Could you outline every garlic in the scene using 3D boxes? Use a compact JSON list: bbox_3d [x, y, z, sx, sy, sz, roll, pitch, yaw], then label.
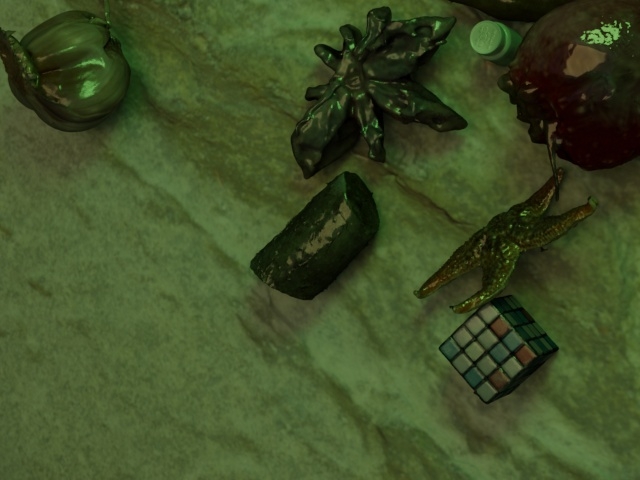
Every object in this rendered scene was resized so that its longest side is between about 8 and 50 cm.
[{"bbox_3d":[-0.383,-0.290,1.566,0.207,0.207,0.257,-1,83,28],"label":"garlic"}]

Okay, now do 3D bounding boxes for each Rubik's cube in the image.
[{"bbox_3d":[0.217,0.131,1.311,0.092,0.092,0.092,-47,70,21],"label":"Rubik's cube"}]

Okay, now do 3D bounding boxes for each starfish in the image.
[{"bbox_3d":[0.220,0.014,1.288,0.050,0.138,0.247,42,105,-18],"label":"starfish"}]

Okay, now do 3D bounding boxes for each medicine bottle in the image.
[{"bbox_3d":[0.214,-0.240,1.310,0.047,0.083,0.047,-1,89,29],"label":"medicine bottle"}]

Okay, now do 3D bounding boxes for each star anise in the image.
[{"bbox_3d":[0.067,-0.199,1.377,0.257,0.110,0.198,-11,86,34],"label":"star anise"}]

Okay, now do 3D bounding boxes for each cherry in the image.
[{"bbox_3d":[0.331,-0.187,1.200,0.249,0.175,0.192,-29,87,24],"label":"cherry"}]

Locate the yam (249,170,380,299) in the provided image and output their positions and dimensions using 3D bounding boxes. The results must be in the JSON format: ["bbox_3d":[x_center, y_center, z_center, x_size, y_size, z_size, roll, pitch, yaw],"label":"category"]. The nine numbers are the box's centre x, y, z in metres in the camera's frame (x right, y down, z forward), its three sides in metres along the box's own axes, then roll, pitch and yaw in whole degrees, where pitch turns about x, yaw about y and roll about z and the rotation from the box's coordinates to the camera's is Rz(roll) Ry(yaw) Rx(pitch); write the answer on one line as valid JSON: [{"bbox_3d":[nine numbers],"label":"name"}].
[{"bbox_3d":[0.000,0.000,1.422,0.183,0.107,0.107,-46,71,20],"label":"yam"}]

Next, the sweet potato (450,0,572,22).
[{"bbox_3d":[0.280,-0.290,1.289,0.274,0.067,0.067,9,95,22],"label":"sweet potato"}]
